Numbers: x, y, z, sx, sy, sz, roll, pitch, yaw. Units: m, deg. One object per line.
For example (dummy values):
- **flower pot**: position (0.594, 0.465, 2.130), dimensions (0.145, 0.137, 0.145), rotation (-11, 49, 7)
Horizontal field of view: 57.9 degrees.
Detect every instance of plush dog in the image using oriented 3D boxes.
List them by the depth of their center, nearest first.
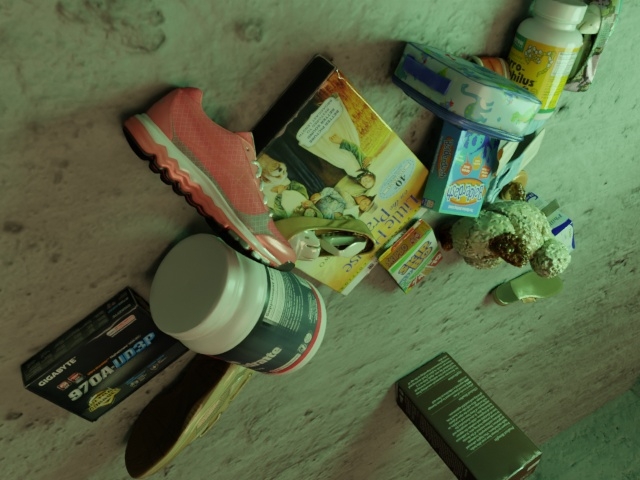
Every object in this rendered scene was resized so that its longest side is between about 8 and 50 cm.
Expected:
- **plush dog**: position (0.395, -0.017, 1.295), dimensions (0.226, 0.263, 0.210), rotation (-13, 103, -39)

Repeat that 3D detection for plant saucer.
- **plant saucer**: position (0.465, -0.130, 1.386), dimensions (0.084, 0.013, 0.083), rotation (-21, 136, -22)

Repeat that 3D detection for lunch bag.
- **lunch bag**: position (0.227, -0.243, 0.940), dimensions (0.176, 0.219, 0.090), rotation (7, 119, -33)

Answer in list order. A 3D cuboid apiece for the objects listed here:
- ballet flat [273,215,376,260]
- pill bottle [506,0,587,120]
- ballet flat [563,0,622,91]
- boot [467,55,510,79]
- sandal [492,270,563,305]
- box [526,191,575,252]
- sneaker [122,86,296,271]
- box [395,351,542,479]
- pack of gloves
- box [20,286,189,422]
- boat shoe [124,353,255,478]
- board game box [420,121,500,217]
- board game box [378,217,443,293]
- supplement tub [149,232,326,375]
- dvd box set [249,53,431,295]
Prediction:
- **ballet flat**: position (0.000, 0.000, 0.994), dimensions (0.233, 0.073, 0.080), rotation (-7, 128, -33)
- **pill bottle**: position (0.411, -0.341, 1.078), dimensions (0.118, 0.117, 0.208), rotation (-13, 132, -30)
- **ballet flat**: position (0.534, -0.402, 1.167), dimensions (0.079, 0.076, 0.221), rotation (-5, 131, -10)
- **boot**: position (0.308, -0.265, 1.060), dimensions (0.085, 0.157, 0.059), rotation (2, 163, -33)
- **sandal**: position (0.591, 0.147, 1.701), dimensions (0.240, 0.088, 0.079), rotation (-11, 162, -22)
- **box**: position (0.558, -0.030, 1.451), dimensions (0.072, 0.137, 0.126), rotation (-40, 140, -2)
- **sneaker**: position (-0.122, -0.084, 0.822), dimensions (0.136, 0.116, 0.314), rotation (-47, 111, -12)
- **box**: position (0.401, 0.519, 1.620), dimensions (0.191, 0.381, 0.143), rotation (-27, 138, -18)
- **pack of gloves**: position (0.413, -0.199, 1.240), dimensions (0.232, 0.046, 0.195), rotation (-43, 154, -25)
- **box**: position (-0.361, 0.201, 0.997), dimensions (0.220, 0.051, 0.175), rotation (-37, 139, -6)
- **boat shoe**: position (-0.251, 0.344, 1.156), dimensions (0.341, 0.121, 0.110), rotation (-48, 139, 5)
- **board game box**: position (0.283, -0.155, 1.136), dimensions (0.160, 0.047, 0.210), rotation (2, 106, -48)
- **board game box**: position (0.201, 0.039, 1.260), dimensions (0.124, 0.039, 0.259), rotation (-44, 153, 1)
- **supplement tub**: position (-0.132, 0.115, 0.994), dimensions (0.191, 0.191, 0.272), rotation (-48, 139, 7)
- **dvd box set**: position (0.023, -0.084, 1.042), dimensions (0.307, 0.062, 0.420), rotation (-47, 139, 7)
